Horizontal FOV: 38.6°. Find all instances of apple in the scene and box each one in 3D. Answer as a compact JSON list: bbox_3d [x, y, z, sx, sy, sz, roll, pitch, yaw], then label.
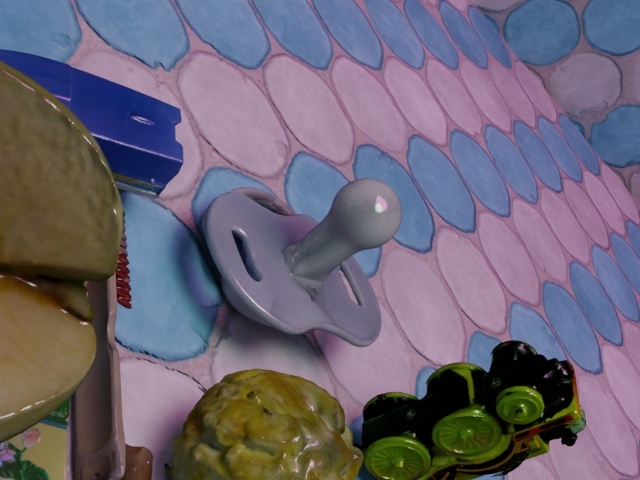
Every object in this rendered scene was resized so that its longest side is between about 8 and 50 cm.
[{"bbox_3d":[-0.294,0.017,0.659,0.258,0.233,0.295,13,74,-25],"label":"apple"}]

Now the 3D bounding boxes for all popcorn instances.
[{"bbox_3d":[-0.054,0.235,0.904,0.198,0.198,0.212,-3,88,-56],"label":"popcorn"}]

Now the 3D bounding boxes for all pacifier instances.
[{"bbox_3d":[0.000,0.000,1.132,0.299,0.233,0.244,17,44,-49],"label":"pacifier"}]

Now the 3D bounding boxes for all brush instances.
[{"bbox_3d":[-0.215,0.092,0.907,0.050,0.060,0.320,38,33,-48],"label":"brush"}]

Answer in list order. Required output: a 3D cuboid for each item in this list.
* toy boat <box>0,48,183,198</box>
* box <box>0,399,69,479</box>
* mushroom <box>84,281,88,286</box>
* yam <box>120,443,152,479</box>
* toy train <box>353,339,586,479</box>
[{"bbox_3d":[-0.300,-0.139,0.995,0.295,0.088,0.129,17,47,-33],"label":"toy boat"},{"bbox_3d":[-0.271,0.190,0.749,0.132,0.034,0.235,27,40,-39],"label":"box"},{"bbox_3d":[-0.313,-0.022,0.839,0.247,0.096,0.108,26,34,-43],"label":"mushroom"},{"bbox_3d":[-0.170,0.298,0.780,0.046,0.046,0.263,33,35,-34],"label":"yam"},{"bbox_3d":[0.185,0.230,1.121,0.160,0.296,0.100,49,28,-27],"label":"toy train"}]
